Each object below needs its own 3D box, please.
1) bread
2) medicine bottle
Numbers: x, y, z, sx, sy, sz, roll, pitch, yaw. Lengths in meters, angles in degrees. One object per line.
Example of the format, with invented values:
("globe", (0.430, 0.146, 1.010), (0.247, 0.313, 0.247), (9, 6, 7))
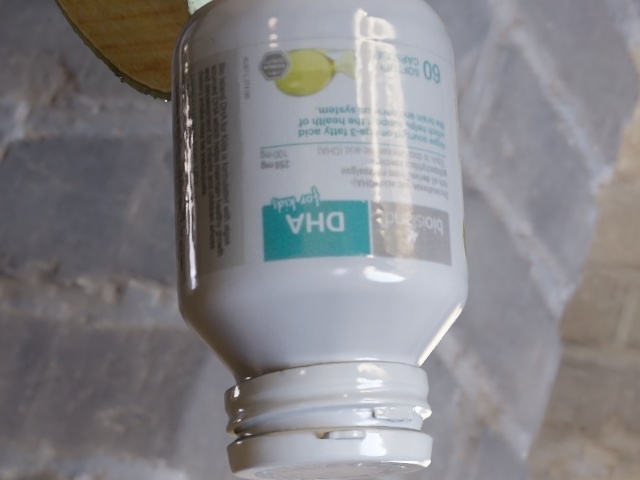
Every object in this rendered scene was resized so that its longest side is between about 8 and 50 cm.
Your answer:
("bread", (-0.161, -0.226, 1.428), (0.267, 0.040, 0.267), (43, 155, 27))
("medicine bottle", (0.000, 0.000, 0.868), (0.135, 0.215, 0.135), (-3, 167, -1))
